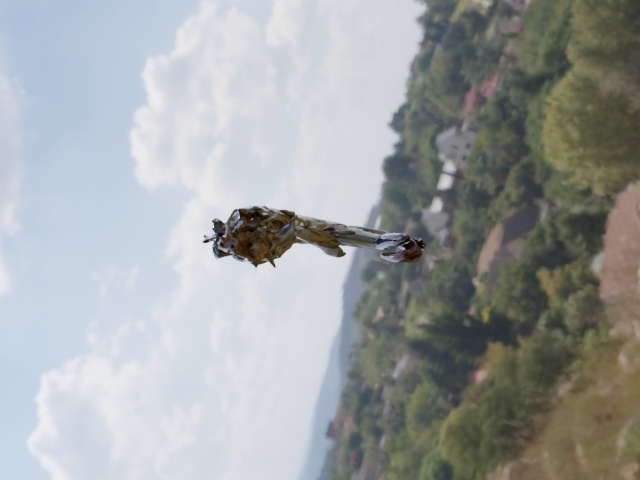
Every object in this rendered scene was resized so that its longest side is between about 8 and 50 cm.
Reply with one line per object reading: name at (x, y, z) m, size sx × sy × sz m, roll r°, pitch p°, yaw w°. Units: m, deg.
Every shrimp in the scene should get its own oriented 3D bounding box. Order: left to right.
shrimp at (0.000, 0.002, 0.577) m, size 0.178 × 0.124 × 0.034 m, roll -17°, pitch -64°, yaw -84°
